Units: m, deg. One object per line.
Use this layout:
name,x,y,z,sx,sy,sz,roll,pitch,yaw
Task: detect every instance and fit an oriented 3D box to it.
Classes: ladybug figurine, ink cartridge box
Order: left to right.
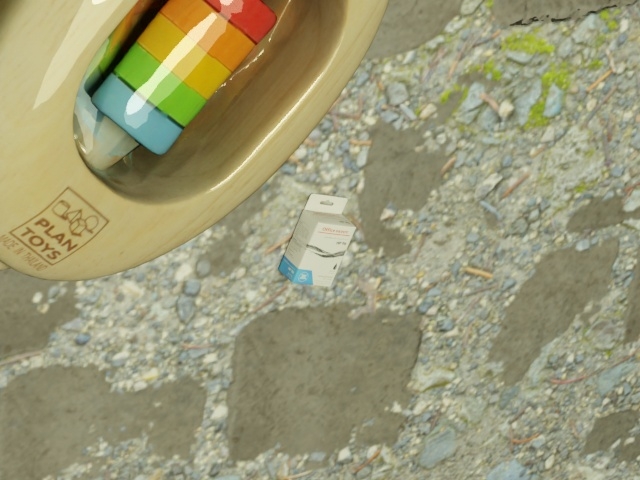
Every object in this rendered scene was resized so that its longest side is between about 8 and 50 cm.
ladybug figurine,-0.130,-0.163,1.579,0.449,0.162,0.305,-46,136,-1
ink cartridge box,0.000,0.000,1.884,0.048,0.028,0.083,6,115,-39
